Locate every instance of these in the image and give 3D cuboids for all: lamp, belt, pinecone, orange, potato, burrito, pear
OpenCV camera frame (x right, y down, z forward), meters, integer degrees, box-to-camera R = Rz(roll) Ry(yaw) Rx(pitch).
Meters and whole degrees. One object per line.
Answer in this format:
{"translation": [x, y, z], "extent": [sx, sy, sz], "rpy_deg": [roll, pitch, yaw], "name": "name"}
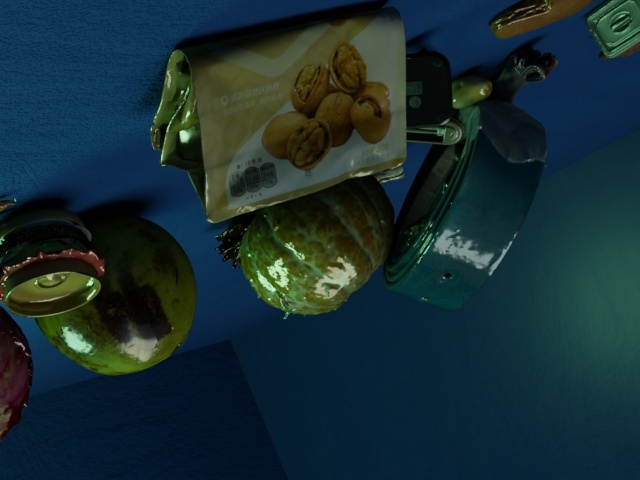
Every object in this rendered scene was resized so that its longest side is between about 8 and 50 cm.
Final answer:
{"translation": [0.121, -0.224, 1.641], "extent": [0.203, 0.124, 0.283], "rpy_deg": [-4, 178, 11], "name": "lamp"}
{"translation": [0.353, -0.294, 1.887], "extent": [0.053, 0.071, 0.232], "rpy_deg": [-27, 176, -21], "name": "belt"}
{"translation": [-0.154, 0.007, 2.164], "extent": [0.140, 0.121, 0.140], "rpy_deg": [-38, 175, -4], "name": "pinecone"}
{"translation": [0.000, 0.000, 2.007], "extent": [0.329, 0.249, 0.329], "rpy_deg": [-40, 175, -4], "name": "orange"}
{"translation": [0.265, -0.066, 1.954], "extent": [0.300, 0.173, 0.436], "rpy_deg": [-85, -158, -52], "name": "belt"}
{"translation": [0.266, -0.266, 1.826], "extent": [0.083, 0.062, 0.068], "rpy_deg": [3, -143, 35], "name": "potato"}
{"translation": [0.099, -0.132, 2.267], "extent": [0.185, 0.041, 0.045], "rpy_deg": [-19, 179, -14], "name": "burrito"}
{"translation": [-0.345, 0.095, 1.725], "extent": [0.283, 0.283, 0.283], "rpy_deg": [-23, 171, -4], "name": "pear"}

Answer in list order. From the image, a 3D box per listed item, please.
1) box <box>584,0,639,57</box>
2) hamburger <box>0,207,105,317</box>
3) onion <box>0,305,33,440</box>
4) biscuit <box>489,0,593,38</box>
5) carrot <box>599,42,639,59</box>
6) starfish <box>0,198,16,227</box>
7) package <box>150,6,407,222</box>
{"translation": [0.529, -0.381, 1.756], "extent": [0.062, 0.089, 0.122], "rpy_deg": [-31, 178, -40], "name": "box"}
{"translation": [-0.411, 0.025, 1.532], "extent": [0.175, 0.137, 0.175], "rpy_deg": [-15, 155, -7], "name": "hamburger"}
{"translation": [-0.661, 0.223, 1.669], "extent": [0.358, 0.345, 0.358], "rpy_deg": [-40, 169, -9], "name": "onion"}
{"translation": [0.356, -0.367, 1.542], "extent": [0.186, 0.036, 0.192], "rpy_deg": [-21, 170, -8], "name": "biscuit"}
{"translation": [0.608, -0.395, 1.855], "extent": [0.102, 0.102, 0.263], "rpy_deg": [-16, 170, -40], "name": "carrot"}
{"translation": [-0.531, -0.001, 1.397], "extent": [0.227, 0.043, 0.240], "rpy_deg": [-17, 172, -32], "name": "starfish"}
{"translation": [-0.059, -0.180, 1.316], "extent": [0.311, 0.221, 0.165], "rpy_deg": [-21, -149, -29], "name": "package"}
